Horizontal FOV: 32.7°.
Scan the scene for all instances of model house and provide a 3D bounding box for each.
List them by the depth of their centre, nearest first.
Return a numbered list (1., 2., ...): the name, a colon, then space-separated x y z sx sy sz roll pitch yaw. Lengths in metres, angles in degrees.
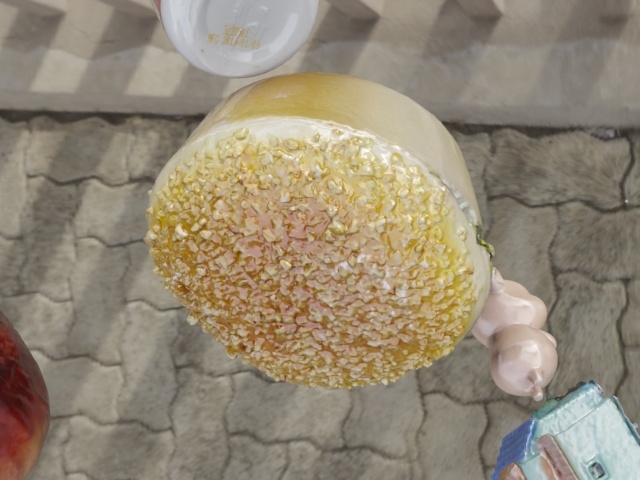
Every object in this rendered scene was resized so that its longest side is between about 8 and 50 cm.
1. model house: 0.221 0.226 1.026 0.148 0.119 0.148 -20 75 -28

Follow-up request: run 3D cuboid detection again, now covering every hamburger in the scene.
1. hamburger: 0.000 0.000 0.921 0.302 0.302 0.170 -6 46 16

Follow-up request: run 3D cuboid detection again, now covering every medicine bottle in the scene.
1. medicine bottle: -0.096 -0.249 0.935 0.131 0.131 0.250 -43 42 13

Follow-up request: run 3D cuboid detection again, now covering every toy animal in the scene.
1. toy animal: 0.189 0.094 1.073 0.083 0.089 0.150 -48 41 21

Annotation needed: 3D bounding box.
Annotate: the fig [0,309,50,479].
1. fig: -0.326 0.123 0.853 0.224 0.263 0.224 0 89 -8
